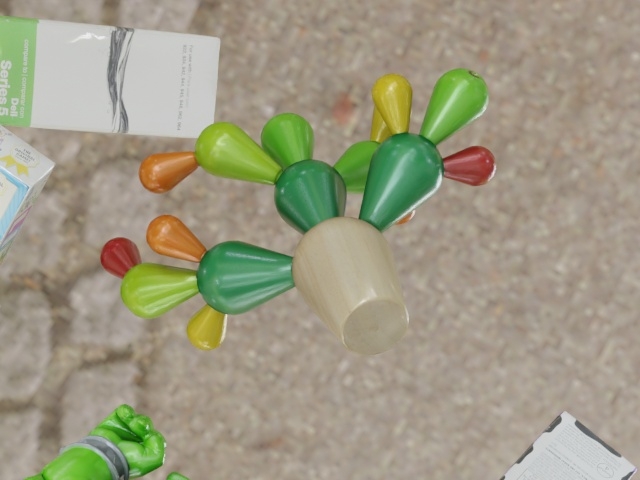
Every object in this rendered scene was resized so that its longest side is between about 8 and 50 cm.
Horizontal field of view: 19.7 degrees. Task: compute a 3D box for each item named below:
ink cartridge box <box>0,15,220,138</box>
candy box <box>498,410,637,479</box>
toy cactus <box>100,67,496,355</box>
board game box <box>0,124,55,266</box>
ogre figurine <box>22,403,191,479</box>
[{"bbox_3d":[-0.271,-0.174,1.974,0.273,0.198,0.114,3,94,-30],"label":"ink cartridge box"},{"bbox_3d":[0.115,0.234,1.264,0.196,0.070,0.165,-38,161,-47],"label":"candy box"},{"bbox_3d":[0.000,0.000,0.927,0.219,0.180,0.112,-22,127,-3],"label":"toy cactus"},{"bbox_3d":[-0.213,-0.039,0.883,0.103,0.154,0.026,-55,178,35],"label":"board game box"},{"bbox_3d":[-0.083,0.161,0.788,0.118,0.097,0.197,-1,72,-43],"label":"ogre figurine"}]
